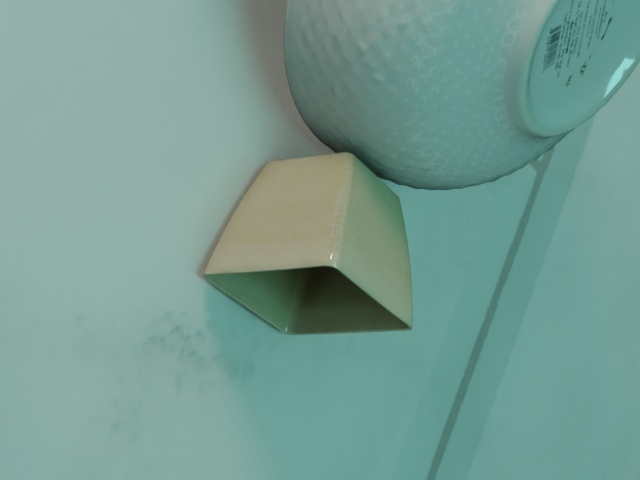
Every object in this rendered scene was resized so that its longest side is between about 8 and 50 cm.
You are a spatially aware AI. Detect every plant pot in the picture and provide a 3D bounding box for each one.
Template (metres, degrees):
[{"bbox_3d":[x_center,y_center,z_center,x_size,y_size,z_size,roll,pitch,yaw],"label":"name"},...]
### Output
[{"bbox_3d":[0.000,0.000,0.922,0.109,0.109,0.096,39,54,-47],"label":"plant pot"}]

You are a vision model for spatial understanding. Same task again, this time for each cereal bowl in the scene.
[{"bbox_3d":[0.142,-0.174,0.931,0.339,0.141,0.339,-34,145,-28],"label":"cereal bowl"}]
